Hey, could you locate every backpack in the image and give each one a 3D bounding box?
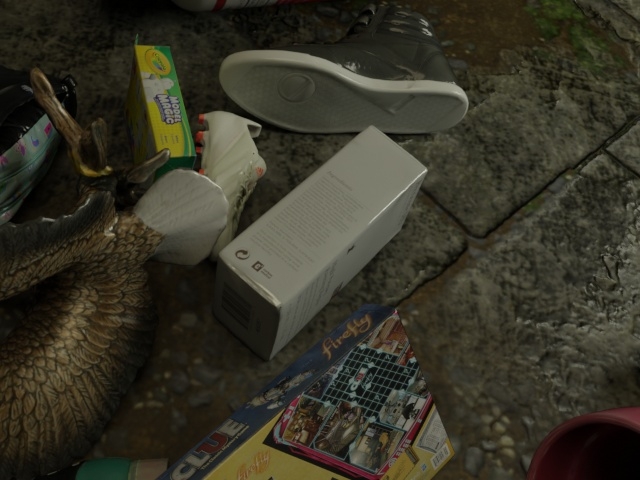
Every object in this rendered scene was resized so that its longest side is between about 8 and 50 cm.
[{"bbox_3d":[-0.333,-0.094,0.818,0.151,0.115,0.182,8,41,6],"label":"backpack"}]

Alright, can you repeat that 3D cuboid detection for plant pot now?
[{"bbox_3d":[0.304,0.234,0.696,0.180,0.201,0.201,-1,55,-31],"label":"plant pot"}]

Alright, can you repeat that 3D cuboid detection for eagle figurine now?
[{"bbox_3d":[-0.238,0.038,0.712,0.226,0.225,0.298,33,42,-14],"label":"eagle figurine"}]

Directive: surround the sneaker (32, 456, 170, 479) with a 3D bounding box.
[{"bbox_3d":[-0.171,0.305,0.599,0.121,0.108,0.302,0,52,-6],"label":"sneaker"}]

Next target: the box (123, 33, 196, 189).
[{"bbox_3d":[-0.175,-0.123,0.881,0.043,0.105,0.179,-5,57,-24],"label":"box"}]

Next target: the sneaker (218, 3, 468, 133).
[{"bbox_3d":[0.022,-0.212,0.989,0.295,0.104,0.147,3,54,-17],"label":"sneaker"}]

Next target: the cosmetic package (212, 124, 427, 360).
[{"bbox_3d":[0.000,0.000,0.828,0.085,0.117,0.231,40,59,15],"label":"cosmetic package"}]

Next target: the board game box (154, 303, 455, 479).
[{"bbox_3d":[-0.002,0.186,0.682,0.243,0.165,0.042,-36,26,-30],"label":"board game box"}]

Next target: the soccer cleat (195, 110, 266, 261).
[{"bbox_3d":[-0.094,-0.063,0.883,0.076,0.068,0.196,5,53,-12],"label":"soccer cleat"}]

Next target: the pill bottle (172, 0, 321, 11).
[{"bbox_3d":[-0.077,-0.403,1.016,0.407,0.229,0.229,-10,59,-18],"label":"pill bottle"}]
